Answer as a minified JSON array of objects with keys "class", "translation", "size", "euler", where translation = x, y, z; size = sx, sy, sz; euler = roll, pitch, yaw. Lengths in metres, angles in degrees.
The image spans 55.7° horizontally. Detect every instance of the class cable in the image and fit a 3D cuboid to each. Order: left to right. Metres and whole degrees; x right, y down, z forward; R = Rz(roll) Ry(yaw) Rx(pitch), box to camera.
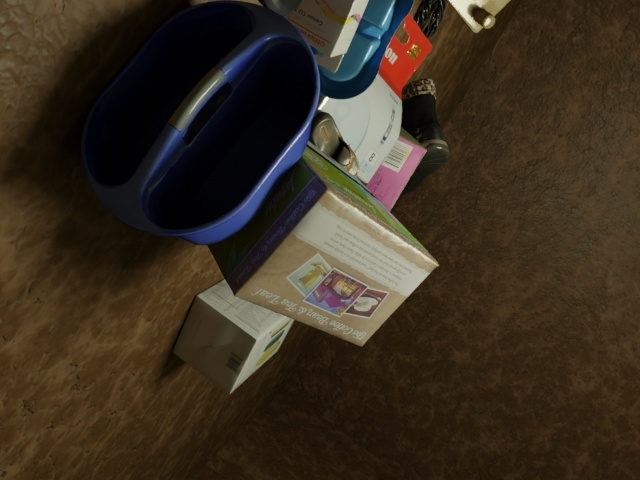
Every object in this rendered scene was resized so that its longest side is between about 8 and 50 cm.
[{"class":"cable","translation":[0.315,-0.647,1.756],"size":[0.150,0.047,0.184],"euler":[-36,158,-57]}]

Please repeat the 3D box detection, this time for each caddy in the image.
[{"class":"caddy","translation":[-0.152,-0.155,0.807],"size":[0.341,0.241,0.179],"euler":[-54,174,-11]}]

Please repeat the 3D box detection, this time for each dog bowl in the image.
[{"class":"dog bowl","translation":[0.073,-0.421,1.173],"size":[0.297,0.166,0.074],"euler":[-62,178,26]}]

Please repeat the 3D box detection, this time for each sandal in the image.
[{"class":"sandal","translation":[0.038,-0.192,1.324],"size":[0.090,0.060,0.219],"euler":[-43,144,-11]}]

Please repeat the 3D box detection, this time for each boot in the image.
[{"class":"boot","translation":[0.274,-0.325,1.991],"size":[0.377,0.138,0.284],"euler":[139,-46,-59]}]

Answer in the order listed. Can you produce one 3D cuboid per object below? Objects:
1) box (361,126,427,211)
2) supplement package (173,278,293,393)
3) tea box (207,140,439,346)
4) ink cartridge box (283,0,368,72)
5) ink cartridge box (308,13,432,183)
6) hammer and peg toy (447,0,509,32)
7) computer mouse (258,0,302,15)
[{"class":"box","translation":[0.177,-0.244,1.826],"size":[0.213,0.117,0.243],"euler":[-60,-155,19]},{"class":"supplement package","translation":[-0.218,0.231,1.639],"size":[0.199,0.198,0.263],"euler":[-63,166,26]},{"class":"tea box","translation":[-0.027,-0.027,1.073],"size":[0.220,0.323,0.329],"euler":[-48,136,12]},{"class":"ink cartridge box","translation":[0.008,-0.401,1.056],"size":[0.067,0.115,0.198],"euler":[-40,159,-55]},{"class":"ink cartridge box","translation":[0.120,-0.356,1.402],"size":[0.385,0.091,0.308],"euler":[-55,144,4]},{"class":"hammer and peg toy","translation":[0.369,-0.705,1.466],"size":[0.361,0.127,0.266],"euler":[31,112,-38]},{"class":"computer mouse","translation":[-0.059,-0.447,0.818],"size":[0.188,0.072,0.272],"euler":[-41,149,-43]}]
